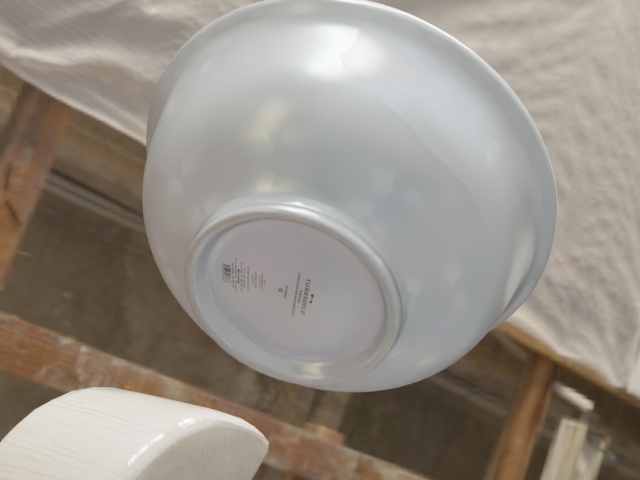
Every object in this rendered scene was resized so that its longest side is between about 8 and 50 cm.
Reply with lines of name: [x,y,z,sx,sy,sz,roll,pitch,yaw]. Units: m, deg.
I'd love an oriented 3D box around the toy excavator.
toy excavator: [-0.018,0.315,0.631,0.433,0.222,0.445,20,-102,-48]

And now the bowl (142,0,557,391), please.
bowl: [0.000,0.000,0.876,0.298,0.298,0.134,67,-151,-29]
